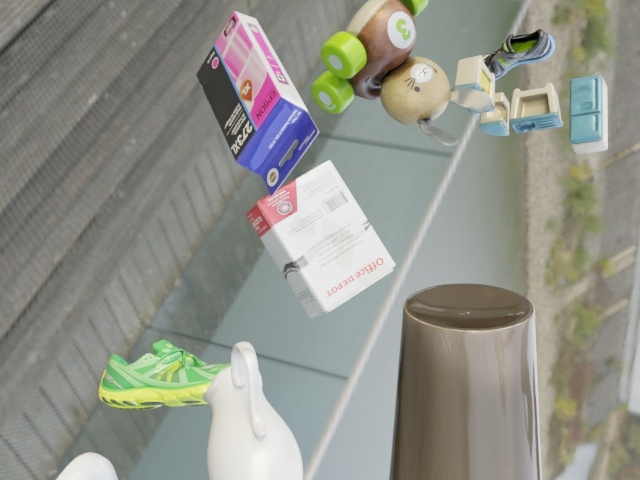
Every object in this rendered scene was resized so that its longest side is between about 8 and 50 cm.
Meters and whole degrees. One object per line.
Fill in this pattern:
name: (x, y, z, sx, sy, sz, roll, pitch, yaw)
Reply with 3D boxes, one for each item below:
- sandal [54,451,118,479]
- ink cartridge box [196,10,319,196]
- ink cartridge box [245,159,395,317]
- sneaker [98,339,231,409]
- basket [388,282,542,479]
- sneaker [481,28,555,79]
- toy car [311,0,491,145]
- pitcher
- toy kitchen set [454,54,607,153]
sandal: (-0.294, 0.371, 0.945, 0.169, 0.102, 0.416, -54, 163, -55)
ink cartridge box: (-0.134, -0.278, 1.867, 0.069, 0.371, 0.176, 9, 131, -41)
ink cartridge box: (0.000, 0.000, 1.999, 0.197, 0.273, 0.114, -32, 179, -22)
sneaker: (-0.263, 0.239, 1.703, 0.109, 0.295, 0.124, 62, 25, -68)
basket: (0.146, 0.170, 0.945, 0.204, 0.154, 0.227, -135, -139, -67)
sneaker: (0.378, -0.382, 1.902, 0.078, 0.188, 0.067, 37, 42, -49)
toy car: (0.112, -0.198, 1.143, 0.155, 0.188, 0.149, -46, 169, -25)
pitcher: (-0.094, 0.257, 1.259, 0.178, 0.125, 0.207, 102, -25, -46)
toy kitchen set: (0.341, -0.221, 1.509, 0.166, 0.207, 0.122, 39, 51, -53)
